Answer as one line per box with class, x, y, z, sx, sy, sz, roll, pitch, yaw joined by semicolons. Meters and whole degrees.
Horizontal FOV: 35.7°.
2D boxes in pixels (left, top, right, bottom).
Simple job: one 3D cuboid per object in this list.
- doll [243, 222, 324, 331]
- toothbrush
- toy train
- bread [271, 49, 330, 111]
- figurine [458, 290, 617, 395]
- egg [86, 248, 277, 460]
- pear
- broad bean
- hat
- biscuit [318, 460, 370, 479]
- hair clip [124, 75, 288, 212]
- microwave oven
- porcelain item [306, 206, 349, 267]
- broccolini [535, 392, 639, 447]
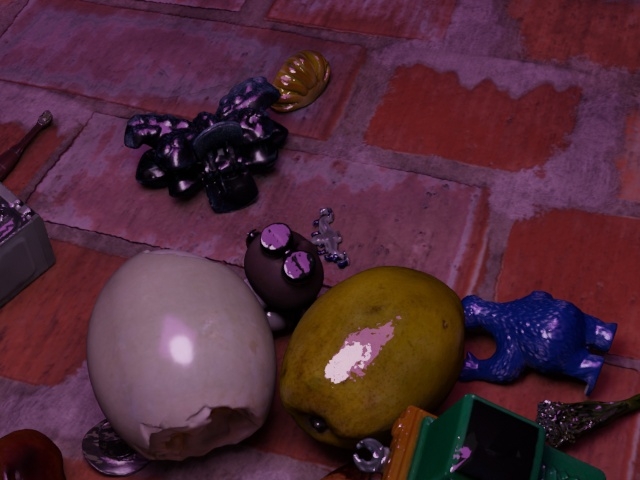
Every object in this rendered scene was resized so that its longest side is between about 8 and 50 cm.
doll;-0.061;0.064;1.588;0.117;0.257;0.182;-32;76;-23
toothbrush;-0.636;-0.131;1.947;0.041;0.041;0.364;19;55;21
toy train;0.253;0.340;1.288;0.429;0.249;0.178;25;53;-4
bread;-0.040;-0.336;2.025;0.083;0.094;0.157;29;50;31
figurine;0.330;0.141;1.563;0.262;0.121;0.164;6;55;14
egg;-0.213;0.157;1.503;0.278;0.278;0.336;-15;57;-7
pear;0.081;0.175;1.473;0.253;0.253;0.307;23;50;23
broad bean;-0.441;0.385;1.443;0.122;0.156;0.228;-33;48;34
hat;-0.312;0.305;1.539;0.121;0.050;0.121;-1;49;1
biscuit;-0.016;0.389;1.390;0.183;0.043;0.280;-7;23;45
hair clip;-0.202;-0.184;1.857;0.310;0.194;0.206;-21;45;-10
microwave oven;-0.651;-0.025;1.739;0.295;0.181;0.237;37;61;19
porcelain item;0.000;0.000;1.780;0.075;0.021;0.136;-13;50;-5
broccolini;0.420;0.268;1.498;0.202;0.091;0.068;-4;93;-12
